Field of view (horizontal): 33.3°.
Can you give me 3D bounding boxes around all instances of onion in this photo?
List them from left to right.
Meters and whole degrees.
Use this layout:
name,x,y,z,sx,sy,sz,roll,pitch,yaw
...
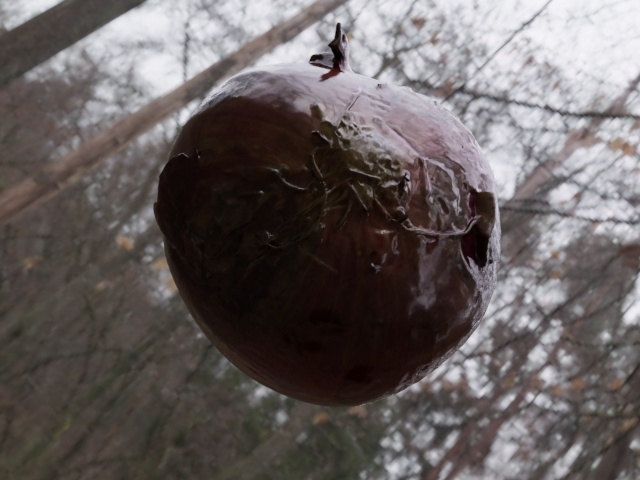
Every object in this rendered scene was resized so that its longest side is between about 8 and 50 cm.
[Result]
name,x,y,z,sx,sy,sz,roll,pitch,yaw
onion,0.013,-0.021,1.040,0.353,0.353,0.353,31,-36,26
